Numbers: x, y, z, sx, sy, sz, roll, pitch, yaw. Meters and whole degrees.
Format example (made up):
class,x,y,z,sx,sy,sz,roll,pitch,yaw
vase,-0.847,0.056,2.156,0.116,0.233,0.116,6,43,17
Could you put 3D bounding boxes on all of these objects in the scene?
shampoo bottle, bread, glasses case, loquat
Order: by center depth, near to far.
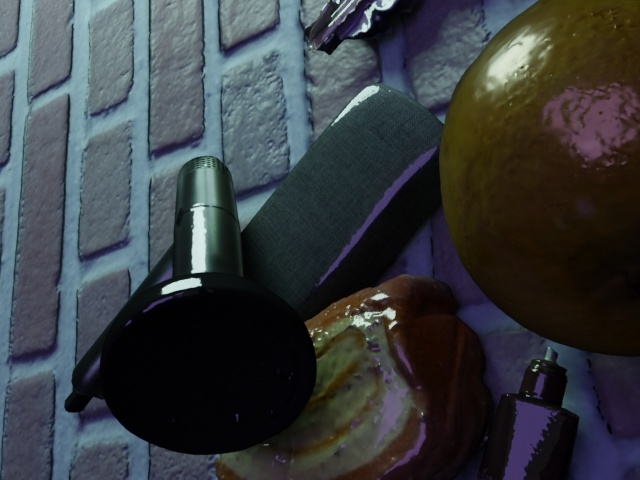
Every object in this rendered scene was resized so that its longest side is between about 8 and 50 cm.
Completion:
class,x,y,z,sx,sy,sz,roll,pitch,yaw
loquat,0.210,-0.046,0.541,0.263,0.263,0.262,-12,67,30
shampoo bottle,0.156,0.173,0.617,0.068,0.067,0.236,14,81,27
bread,0.020,0.150,0.678,0.244,0.123,0.190,-35,52,20
glasses case,0.000,0.000,0.778,0.323,0.074,0.131,-50,52,8

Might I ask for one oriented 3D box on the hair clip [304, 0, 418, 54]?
class,x,y,z,sx,sy,sz,roll,pitch,yaw
hair clip,0.092,-0.304,0.831,0.292,0.085,0.106,-47,59,17

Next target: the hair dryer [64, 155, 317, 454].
class,x,y,z,sx,sy,sz,roll,pitch,yaw
hair dryer,-0.130,0.097,0.722,0.320,0.156,0.284,-117,45,-64
